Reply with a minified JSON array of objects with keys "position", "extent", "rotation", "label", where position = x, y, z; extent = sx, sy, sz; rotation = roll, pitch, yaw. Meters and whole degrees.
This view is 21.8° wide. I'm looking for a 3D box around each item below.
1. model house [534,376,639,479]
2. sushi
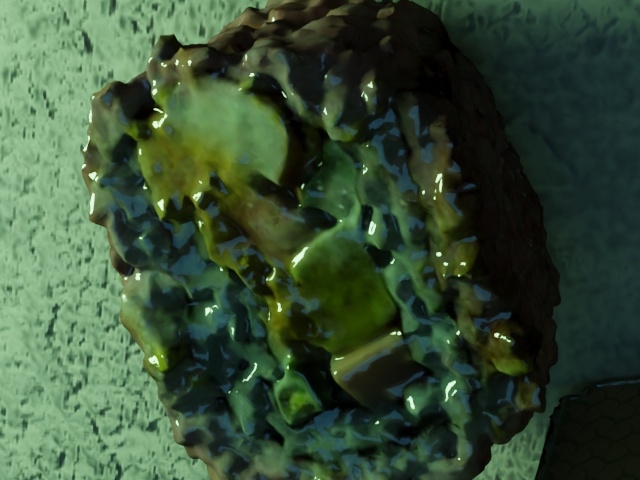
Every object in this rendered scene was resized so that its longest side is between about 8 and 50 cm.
[{"position":[0.214,0.185,0.891],"extent":[0.244,0.169,0.326],"rotation":[45,119,-3],"label":"model house"},{"position":[0.000,0.000,0.873],"extent":[0.236,0.171,0.270],"rotation":[-17,105,24],"label":"sushi"}]
